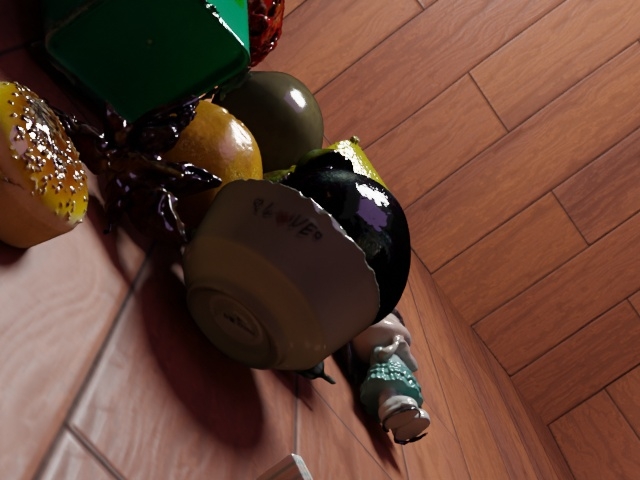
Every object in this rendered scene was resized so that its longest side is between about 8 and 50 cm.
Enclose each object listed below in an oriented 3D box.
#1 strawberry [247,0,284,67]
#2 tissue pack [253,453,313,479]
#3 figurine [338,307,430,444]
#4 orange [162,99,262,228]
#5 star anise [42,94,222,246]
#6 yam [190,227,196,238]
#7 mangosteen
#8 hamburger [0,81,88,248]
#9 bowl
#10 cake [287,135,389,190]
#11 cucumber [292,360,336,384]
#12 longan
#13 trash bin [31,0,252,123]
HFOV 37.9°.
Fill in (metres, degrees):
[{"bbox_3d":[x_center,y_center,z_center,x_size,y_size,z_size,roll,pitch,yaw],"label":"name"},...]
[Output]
[{"bbox_3d":[-0.192,-0.361,1.487,0.274,0.220,0.274,31,-2,1],"label":"strawberry"},{"bbox_3d":[-0.017,0.239,0.781,0.108,0.056,0.023,60,14,28],"label":"tissue pack"},{"bbox_3d":[0.093,0.185,1.361,0.138,0.110,0.246,48,16,-40],"label":"figurine"},{"bbox_3d":[-0.138,-0.087,1.051,0.159,0.136,0.159,31,1,-1],"label":"orange"},{"bbox_3d":[-0.175,-0.084,0.940,0.212,0.157,0.053,55,-30,17],"label":"star anise"},{"bbox_3d":[-0.138,-0.019,1.142,0.043,0.043,0.094,50,12,-21],"label":"yam"},{"bbox_3d":[0.000,0.000,1.205,0.243,0.243,0.243,52,10,-13],"label":"mangosteen"},{"bbox_3d":[-0.235,-0.064,0.719,0.141,0.081,0.126,52,10,-17],"label":"hamburger"},{"bbox_3d":[-0.058,0.053,0.940,0.211,0.112,0.211,26,-37,21],"label":"bowl"},{"bbox_3d":[0.016,-0.052,1.449,0.156,0.179,0.260,53,-10,10],"label":"cake"},{"bbox_3d":[-0.067,0.086,1.091,0.250,0.056,0.056,51,10,-15],"label":"cucumber"},{"bbox_3d":[-0.091,-0.182,1.502,0.212,0.198,0.198,13,-24,44],"label":"longan"},{"bbox_3d":[-0.241,-0.338,1.171,0.259,0.295,0.381,45,24,-43],"label":"trash bin"}]
